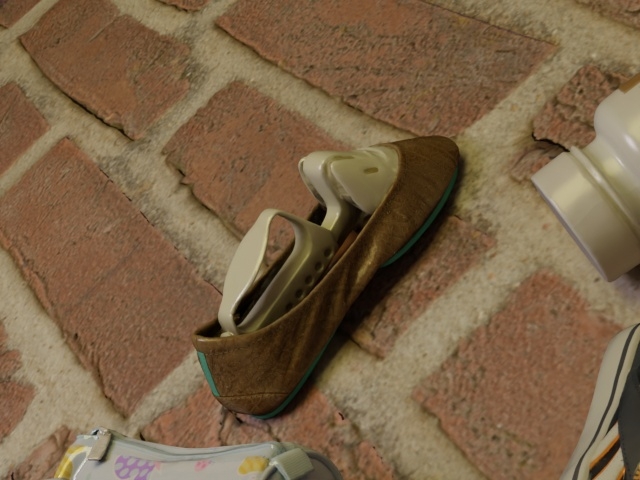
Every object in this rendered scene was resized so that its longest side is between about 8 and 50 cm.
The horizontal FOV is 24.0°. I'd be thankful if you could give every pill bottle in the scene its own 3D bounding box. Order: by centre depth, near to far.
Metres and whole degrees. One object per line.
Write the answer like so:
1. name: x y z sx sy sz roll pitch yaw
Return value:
1. pill bottle: 0.281 -0.076 1.140 0.229 0.131 0.131 -37 30 6

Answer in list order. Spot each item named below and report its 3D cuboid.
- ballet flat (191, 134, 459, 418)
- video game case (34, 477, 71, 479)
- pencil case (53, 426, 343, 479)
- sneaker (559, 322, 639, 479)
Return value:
1. ballet flat: 0.000 0.000 1.362 0.342 0.124 0.116 -51 32 -18
2. video game case: -0.344 0.351 1.222 0.329 0.036 0.300 -13 54 36
3. pencil case: -0.101 0.214 1.197 0.273 0.113 0.124 -3 86 45
4. sneaker: 0.221 0.158 0.903 0.127 0.126 0.321 -22 33 39
